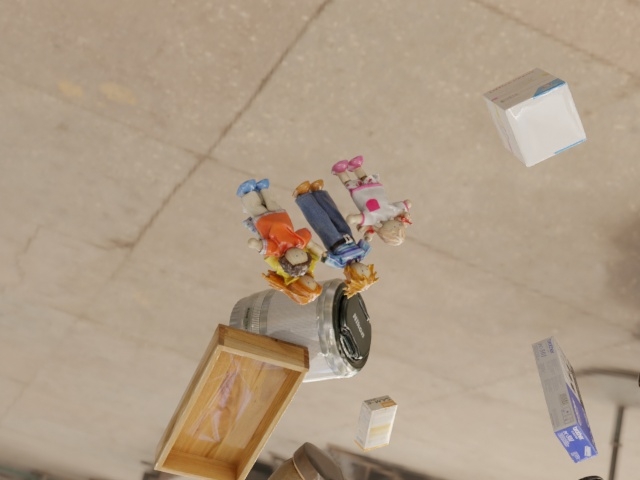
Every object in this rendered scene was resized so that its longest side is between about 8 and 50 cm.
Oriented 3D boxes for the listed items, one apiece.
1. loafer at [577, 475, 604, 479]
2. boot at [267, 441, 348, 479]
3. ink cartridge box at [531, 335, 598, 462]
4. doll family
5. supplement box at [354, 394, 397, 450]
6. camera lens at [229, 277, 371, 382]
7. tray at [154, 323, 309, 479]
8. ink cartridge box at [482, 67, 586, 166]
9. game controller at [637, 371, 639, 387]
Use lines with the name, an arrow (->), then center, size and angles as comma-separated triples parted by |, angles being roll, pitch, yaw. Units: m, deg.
loafer -> 0.469, 0.539, 1.957 | 0.080, 0.220, 0.078 | 34, -173, -44
boot -> 0.038, 0.424, 1.507 | 0.305, 0.115, 0.112 | 45, -170, -18
ink cartridge box -> 0.423, 0.274, 1.805 | 0.046, 0.207, 0.097 | -25, 125, 18
doll family -> 0.000, 0.000, 1.368 | 0.263, 0.163, 0.118 | -17, 157, -37
supplement box -> 0.107, 0.354, 2.015 | 0.062, 0.098, 0.036 | -7, -150, -33
camera lens -> -0.038, 0.206, 2.317 | 0.274, 0.219, 0.219 | -10, 149, 24
tray -> -0.197, 0.365, 2.249 | 0.203, 0.076, 0.411 | 17, 124, -17
ink cartridge box -> 0.296, -0.177, 1.459 | 0.092, 0.143, 0.090 | -25, 109, 3
game controller -> 0.722, 0.233, 1.856 | 0.319, 0.067, 0.166 | -10, -162, -32
